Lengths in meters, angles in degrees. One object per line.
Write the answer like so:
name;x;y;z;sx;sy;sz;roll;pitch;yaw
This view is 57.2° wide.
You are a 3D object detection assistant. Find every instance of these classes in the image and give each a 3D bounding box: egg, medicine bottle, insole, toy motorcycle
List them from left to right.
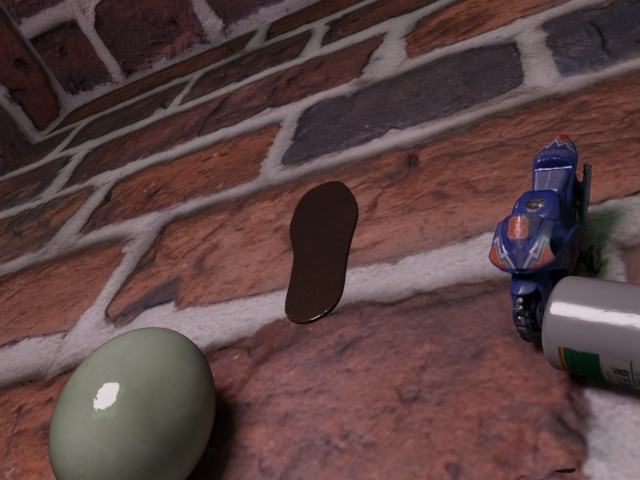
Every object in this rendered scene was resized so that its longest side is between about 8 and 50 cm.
egg;-0.180;0.171;0.580;0.149;0.149;0.192;-17;29;18
insole;0.000;0.000;0.830;0.111;0.007;0.328;-19;32;17
toy motorcycle;0.214;-0.006;0.560;0.076;0.114;0.205;0;42;40
medicine bottle;0.247;0.074;0.450;0.130;0.080;0.080;8;46;44
